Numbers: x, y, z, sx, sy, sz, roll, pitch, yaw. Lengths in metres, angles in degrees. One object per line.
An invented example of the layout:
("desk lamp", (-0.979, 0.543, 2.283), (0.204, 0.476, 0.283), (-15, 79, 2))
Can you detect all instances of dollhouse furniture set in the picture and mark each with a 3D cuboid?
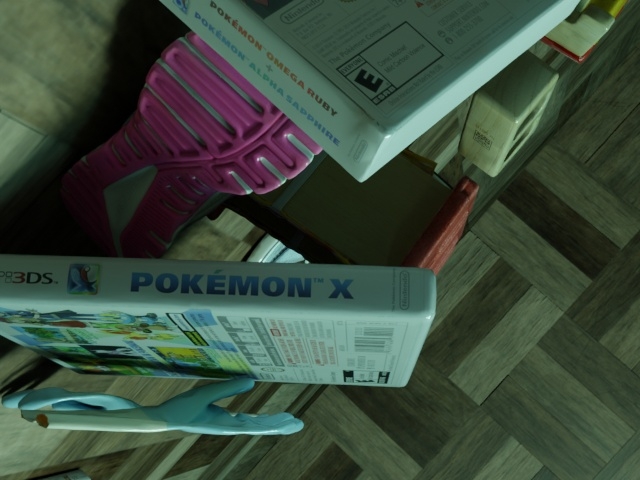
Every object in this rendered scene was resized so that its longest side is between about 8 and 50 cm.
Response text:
("dollhouse furniture set", (0.086, -0.130, 0.832), (0.374, 0.201, 0.152), (-52, 169, -12))

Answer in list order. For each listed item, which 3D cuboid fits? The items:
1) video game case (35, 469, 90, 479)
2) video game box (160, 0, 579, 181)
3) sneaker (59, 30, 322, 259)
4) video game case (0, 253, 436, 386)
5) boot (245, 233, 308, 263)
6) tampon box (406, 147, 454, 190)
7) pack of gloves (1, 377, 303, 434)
("video game case", (-0.378, 0.357, 1.137), (0.227, 0.026, 0.206), (-48, 168, 1))
("video game box", (0.021, -0.150, 0.529), (0.205, 0.187, 0.048), (-39, 169, -35))
("sneaker", (-0.062, -0.079, 0.634), (0.252, 0.103, 0.111), (-27, -164, 42))
("video game case", (-0.076, 0.068, 0.747), (0.329, 0.300, 0.036), (83, 9, -75))
("boot", (0.000, 0.000, 1.177), (0.190, 0.086, 0.069), (-44, 168, -20))
("tampon box", (0.073, -0.027, 1.310), (0.120, 0.101, 0.161), (-32, 161, -51))
("pack of gloves", (-0.142, 0.131, 0.855), (0.195, 0.232, 0.046), (-3, -100, 59))
